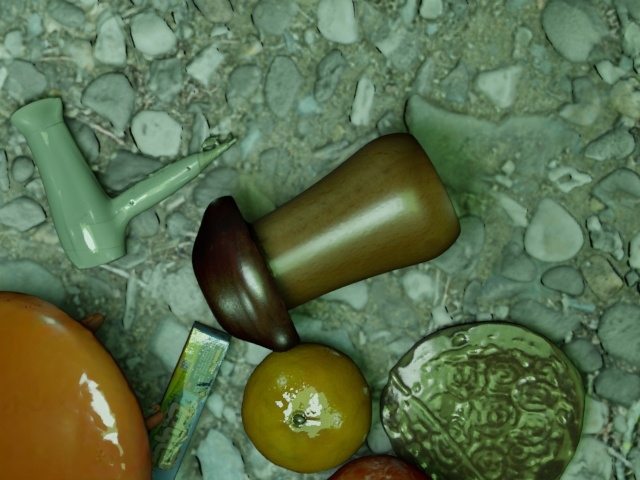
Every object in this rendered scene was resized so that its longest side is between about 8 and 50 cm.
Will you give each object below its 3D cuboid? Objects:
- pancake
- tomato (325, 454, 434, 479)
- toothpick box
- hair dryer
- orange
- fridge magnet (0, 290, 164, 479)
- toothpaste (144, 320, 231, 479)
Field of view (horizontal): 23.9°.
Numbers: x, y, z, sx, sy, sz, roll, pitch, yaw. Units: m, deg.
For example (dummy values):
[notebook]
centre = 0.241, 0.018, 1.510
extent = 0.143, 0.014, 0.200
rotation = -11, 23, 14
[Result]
[pancake]
centre = 0.202, 0.211, 1.827
extent = 0.250, 0.031, 0.250
rotation = 0, 100, 0
[tomato]
centre = 0.078, 0.324, 1.769
extent = 0.233, 0.200, 0.139
rotation = -4, 65, 18
[toothpick box]
centre = 0.000, 0.000, 1.717
extent = 0.294, 0.192, 0.192
rotation = -27, 99, -2
[hair dryer]
centre = -0.216, -0.096, 1.766
extent = 0.237, 0.075, 0.206
rotation = -22, 93, -5
[orange]
centre = -0.017, 0.197, 1.772
extent = 0.156, 0.124, 0.156
rotation = 1, 93, 13
[fridge magnet]
centre = -0.338, 0.230, 1.717
extent = 0.364, 0.155, 0.363
rotation = 6, 104, 27
[toothpaste]
centre = -0.174, 0.191, 1.812
extent = 0.070, 0.044, 0.193
rotation = 22, 98, -5
